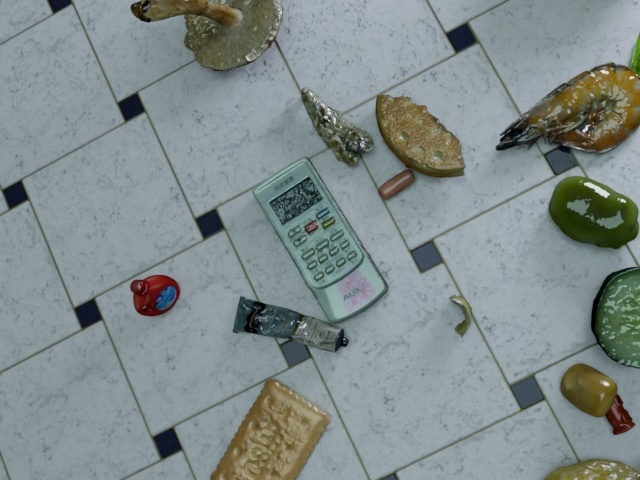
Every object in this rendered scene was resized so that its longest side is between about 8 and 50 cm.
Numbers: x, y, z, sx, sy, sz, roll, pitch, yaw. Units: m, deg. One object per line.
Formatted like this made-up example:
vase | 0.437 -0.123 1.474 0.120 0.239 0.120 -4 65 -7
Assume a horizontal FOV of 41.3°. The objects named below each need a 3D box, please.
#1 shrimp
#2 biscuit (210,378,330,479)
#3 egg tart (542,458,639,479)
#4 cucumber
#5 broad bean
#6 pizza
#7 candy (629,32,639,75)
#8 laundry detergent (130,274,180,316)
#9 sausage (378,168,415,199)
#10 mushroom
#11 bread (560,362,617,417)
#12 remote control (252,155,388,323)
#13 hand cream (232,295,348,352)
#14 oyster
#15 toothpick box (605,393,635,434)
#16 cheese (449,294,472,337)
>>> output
shrimp | 0.504 -0.233 1.694 0.317 0.062 0.164 -28 83 6
biscuit | -0.103 0.421 1.719 0.160 0.030 0.249 31 88 14
egg tart | 0.507 0.555 1.532 0.319 0.128 0.319 -1 83 9
cucumber | 0.592 0.135 1.585 0.191 0.130 0.191 -2 84 14
broad bean | 0.533 -0.052 1.653 0.174 0.082 0.124 20 85 23
pizza | 0.202 -0.210 1.747 0.246 0.058 0.127 33 90 16
candy | 0.708 -0.347 1.685 0.178 0.032 0.102 16 81 14
laundry detergent | -0.350 0.111 1.748 0.049 0.165 0.097 35 88 17
sausage | 0.157 -0.116 1.754 0.083 0.034 0.034 -33 77 6
mushroom | -0.212 -0.452 1.762 0.233 0.301 0.208 -14 112 22
bread | 0.495 0.275 1.586 0.056 0.115 0.082 26 99 -27
remote control | 0.000 0.000 1.758 0.145 0.050 0.344 -33 76 4
hand cream | -0.060 0.181 1.749 0.248 0.052 0.075 11 61 18
oyster | 0.023 -0.237 1.785 0.200 0.061 0.106 30 89 14
toothpick box | 0.554 0.322 1.600 0.047 0.047 0.083 -29 78 5
cheese | 0.281 0.148 1.678 0.041 0.060 0.084 -9 86 9
